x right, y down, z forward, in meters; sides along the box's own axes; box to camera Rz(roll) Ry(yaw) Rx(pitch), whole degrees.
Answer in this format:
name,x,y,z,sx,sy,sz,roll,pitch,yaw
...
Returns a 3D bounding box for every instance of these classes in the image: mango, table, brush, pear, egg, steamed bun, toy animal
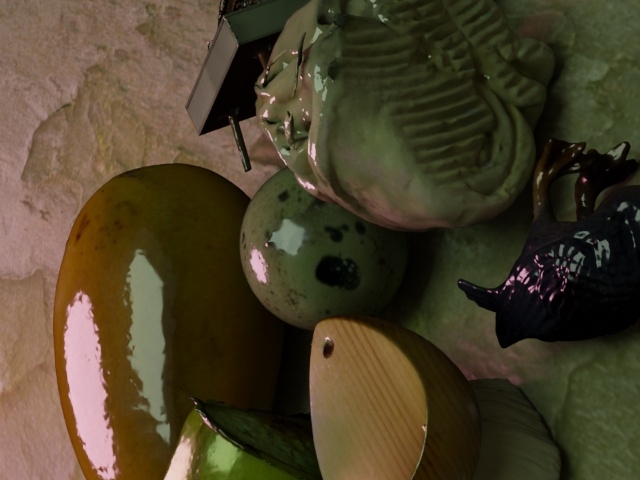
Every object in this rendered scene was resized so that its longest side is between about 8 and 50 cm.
name,x,y,z,sx,sy,sz,roll,pitch,yaw
mango,-0.167,0.129,2.197,0.300,0.232,0.446,-24,65,41
table,-0.057,-0.172,2.202,0.111,0.121,0.240,63,159,13
brush,0.097,0.172,1.872,0.174,0.166,0.267,-55,39,25
pear,-0.063,0.304,1.970,0.164,0.238,0.255,43,109,45
egg,0.000,0.000,2.069,0.177,0.177,0.228,-63,20,13
steamed bun,0.070,-0.120,1.935,0.207,0.280,0.268,-36,23,53
toy animal,0.242,0.005,1.787,0.298,0.122,0.185,-45,44,35

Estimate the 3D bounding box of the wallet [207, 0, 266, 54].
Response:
name,x,y,z,sx,sy,sz,roll,pitch,yaw
wallet,-0.051,-0.272,2.364,0.243,0.039,0.133,-9,68,51
